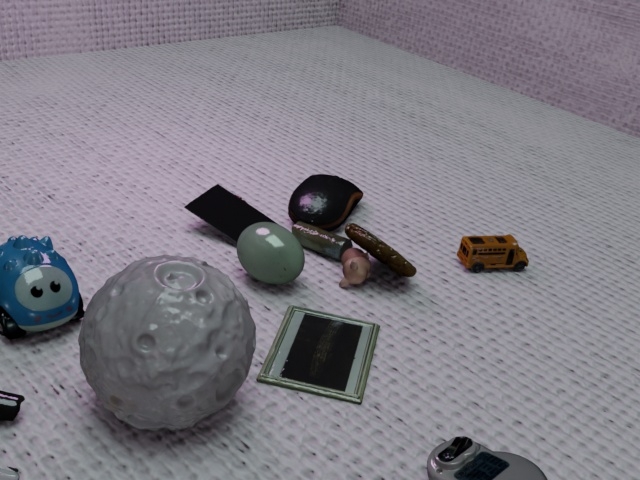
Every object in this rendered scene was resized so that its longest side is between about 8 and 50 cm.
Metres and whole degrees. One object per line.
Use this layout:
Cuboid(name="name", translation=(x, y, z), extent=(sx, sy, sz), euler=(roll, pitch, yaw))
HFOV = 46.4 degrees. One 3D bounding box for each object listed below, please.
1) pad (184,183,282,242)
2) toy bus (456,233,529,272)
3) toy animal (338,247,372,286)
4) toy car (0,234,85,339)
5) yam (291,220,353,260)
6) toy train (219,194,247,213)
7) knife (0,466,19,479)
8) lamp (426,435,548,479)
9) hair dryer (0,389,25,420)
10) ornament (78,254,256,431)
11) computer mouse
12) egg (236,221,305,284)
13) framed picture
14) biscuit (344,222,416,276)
Cuboid(name="pad", translation=(-0.243, -0.065, 2.104), extent=(0.243, 0.004, 0.164), euler=(33, 40, 11))
Cuboid(name="toy bus", translation=(0.488, 0.032, 2.087), extent=(0.195, 0.088, 0.083), euler=(-1, 29, -14))
Cuboid(name="toy animal", translation=(0.088, 0.067, 1.952), extent=(0.089, 0.083, 0.150), euler=(-6, 18, 2))
Cuboid(name="toy car", translation=(-0.642, 0.086, 1.645), extent=(0.189, 0.190, 0.255), euler=(-15, 38, -35))
Cuboid(name="yam", translation=(0.000, 0.000, 2.059), extent=(0.169, 0.068, 0.068), euler=(20, 32, 22))
Cuboid(name="toy train", translation=(-0.276, -0.089, 2.176), extent=(0.087, 0.050, 0.138), euler=(20, 33, 31))
Cuboid(name="knife", translation=(-0.683, 0.375, 1.276), extent=(0.336, 0.043, 0.081), euler=(13, 30, 7))
Cuboid(name="lamp", translation=(0.292, 0.442, 1.301), extent=(0.180, 0.107, 0.246), euler=(-21, 32, -34))
Cuboid(name="hair dryer", translation=(-0.693, 0.292, 1.254), extent=(0.304, 0.120, 0.359), euler=(15, 1, -7))
Cuboid(name="ornament", translation=(-0.289, 0.182, 1.429), extent=(0.337, 0.337, 0.337), euler=(5, 29, -3))
Cuboid(name="computer mouse", translation=(0.018, -0.130, 2.248), extent=(0.183, 0.116, 0.323), euler=(19, 30, 11))
Cuboid(name="egg", translation=(-0.126, 0.033, 1.888), extent=(0.192, 0.149, 0.149), euler=(33, 38, 26))
Cuboid(name="framed picture", translation=(0.004, 0.244, 1.678), extent=(0.231, 0.018, 0.293), euler=(11, 29, 7))
Cuboid(name="biscuit", translation=(0.155, 0.028, 1.960), extent=(0.226, 0.042, 0.226), euler=(36, -3, 2))
